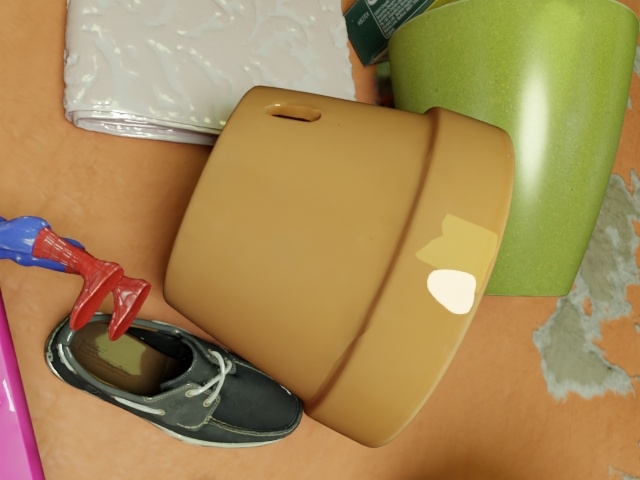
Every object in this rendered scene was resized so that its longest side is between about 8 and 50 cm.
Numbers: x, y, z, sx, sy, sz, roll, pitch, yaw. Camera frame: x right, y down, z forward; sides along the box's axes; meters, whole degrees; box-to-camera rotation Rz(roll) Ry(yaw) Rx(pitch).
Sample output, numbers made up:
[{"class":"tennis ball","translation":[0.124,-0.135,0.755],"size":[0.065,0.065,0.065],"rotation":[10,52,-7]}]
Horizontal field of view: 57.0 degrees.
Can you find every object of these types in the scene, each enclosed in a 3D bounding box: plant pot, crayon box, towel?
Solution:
[{"class":"plant pot","translation":[0.213,-0.085,0.683],"size":[0.275,0.275,0.293],"rotation":[3,87,-30]},{"class":"crayon box","translation":[0.204,-0.346,0.788],"size":[0.319,0.202,0.081],"rotation":[-26,87,-36]},{"class":"plant pot","translation":[0.000,0.000,0.506],"size":[0.204,0.291,0.290],"rotation":[23,61,-4]},{"class":"towel","translation":[-0.111,-0.255,0.654],"size":[0.317,0.053,0.331],"rotation":[5,70,-31]}]

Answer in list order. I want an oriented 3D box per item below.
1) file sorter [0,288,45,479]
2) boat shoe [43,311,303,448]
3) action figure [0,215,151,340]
[{"class":"file sorter","translation":[-0.250,0.175,0.257],"size":[0.202,0.182,0.290],"rotation":[-13,91,-7]},{"class":"boat shoe","translation":[-0.111,0.121,0.499],"size":[0.233,0.079,0.084],"rotation":[27,59,-22]},{"class":"action figure","translation":[-0.278,0.011,0.411],"size":[0.280,0.091,0.139],"rotation":[30,76,12]}]
